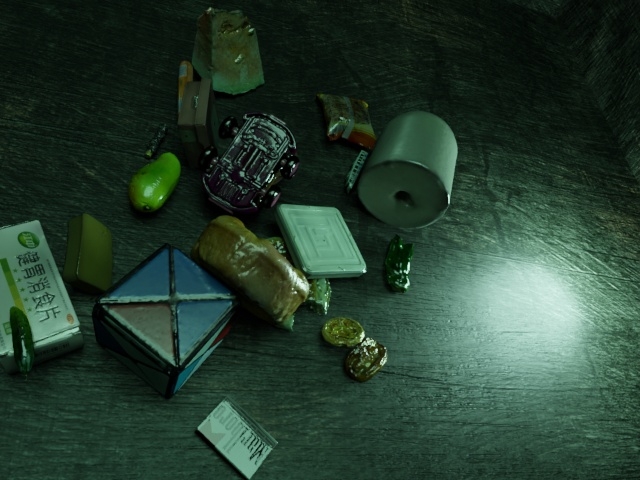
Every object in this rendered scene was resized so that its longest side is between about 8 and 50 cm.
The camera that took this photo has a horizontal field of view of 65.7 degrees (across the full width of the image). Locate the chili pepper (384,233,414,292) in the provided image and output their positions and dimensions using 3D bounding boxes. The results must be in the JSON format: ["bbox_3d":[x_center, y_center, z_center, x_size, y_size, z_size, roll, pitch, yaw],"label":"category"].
[{"bbox_3d":[0.268,0.071,1.682,0.098,0.061,0.224,15,56,-5],"label":"chili pepper"}]

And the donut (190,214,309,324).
[{"bbox_3d":[-0.181,0.077,1.270,0.317,0.299,0.150,37,71,4],"label":"donut"}]

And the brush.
[{"bbox_3d":[-0.606,0.036,1.295,0.059,0.123,0.197,-16,61,9],"label":"brush"}]

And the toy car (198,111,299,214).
[{"bbox_3d":[-0.220,-0.232,1.590,0.271,0.240,0.340,33,80,1],"label":"toy car"}]

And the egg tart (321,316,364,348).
[{"bbox_3d":[0.066,0.277,1.462,0.129,0.049,0.128,3,32,-2],"label":"egg tart"}]

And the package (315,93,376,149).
[{"bbox_3d":[0.111,-0.484,1.949,0.224,0.108,0.287,6,54,-22],"label":"package"}]

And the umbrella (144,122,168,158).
[{"bbox_3d":[-0.535,-0.324,1.613,0.037,0.040,0.143,25,53,-17],"label":"umbrella"}]

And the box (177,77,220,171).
[{"bbox_3d":[-0.387,-0.367,1.594,0.086,0.215,0.215,-1,58,-2],"label":"box"}]

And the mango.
[{"bbox_3d":[-0.499,-0.177,1.489,0.126,0.111,0.232,22,52,-14],"label":"mango"}]

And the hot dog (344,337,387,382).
[{"bbox_3d":[0.136,0.346,1.446,0.099,0.065,0.147,42,54,19],"label":"hot dog"}]

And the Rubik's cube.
[{"bbox_3d":[-0.375,0.198,1.211,0.246,0.250,0.248,38,55,4],"label":"Rubik's cube"}]

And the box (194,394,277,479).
[{"bbox_3d":[-0.207,0.487,1.225,0.177,0.036,0.115,42,53,6],"label":"box"}]

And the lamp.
[{"bbox_3d":[0.000,0.000,1.578,0.267,0.047,0.268,0,54,-40],"label":"lamp"}]

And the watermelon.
[{"bbox_3d":[-0.344,-0.710,1.848,0.151,0.301,0.264,23,35,35],"label":"watermelon"}]

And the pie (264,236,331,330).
[{"bbox_3d":[-0.108,0.122,1.486,0.303,0.066,0.302,11,55,-17],"label":"pie"}]

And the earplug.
[{"bbox_3d":[0.335,-0.281,1.781,0.313,0.312,0.393,28,52,-4],"label":"earplug"}]

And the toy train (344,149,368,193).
[{"bbox_3d":[0.130,-0.255,1.845,0.047,0.043,0.207,27,53,-2],"label":"toy train"}]

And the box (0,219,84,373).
[{"bbox_3d":[-0.704,0.133,1.177,0.173,0.145,0.332,-21,68,-30],"label":"box"}]

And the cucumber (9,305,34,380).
[{"bbox_3d":[-0.629,0.211,1.045,0.039,0.039,0.167,-11,66,-28],"label":"cucumber"}]

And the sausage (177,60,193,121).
[{"bbox_3d":[-0.478,-0.517,1.752,0.054,0.053,0.347,4,57,-21],"label":"sausage"}]
